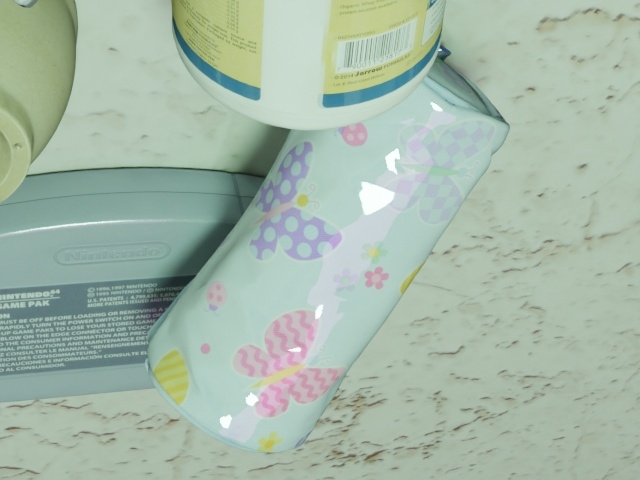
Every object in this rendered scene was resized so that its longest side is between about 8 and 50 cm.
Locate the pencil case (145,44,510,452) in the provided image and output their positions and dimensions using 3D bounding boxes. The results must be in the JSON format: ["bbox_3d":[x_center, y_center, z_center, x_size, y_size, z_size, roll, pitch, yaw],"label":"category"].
[{"bbox_3d":[0.000,0.000,0.801,0.124,0.113,0.273,27,106,-15],"label":"pencil case"}]

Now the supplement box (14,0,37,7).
[{"bbox_3d":[-0.146,-0.214,0.461,0.130,0.073,0.239,-45,104,-2],"label":"supplement box"}]

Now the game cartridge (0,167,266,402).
[{"bbox_3d":[-0.149,0.033,0.900,0.294,0.060,0.196,-4,144,-15],"label":"game cartridge"}]

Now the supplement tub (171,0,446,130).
[{"bbox_3d":[-0.002,-0.168,0.627,0.144,0.144,0.199,-7,141,-11],"label":"supplement tub"}]

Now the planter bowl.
[{"bbox_3d":[-0.206,-0.080,0.695,0.162,0.109,0.162,-10,142,-8],"label":"planter bowl"}]
